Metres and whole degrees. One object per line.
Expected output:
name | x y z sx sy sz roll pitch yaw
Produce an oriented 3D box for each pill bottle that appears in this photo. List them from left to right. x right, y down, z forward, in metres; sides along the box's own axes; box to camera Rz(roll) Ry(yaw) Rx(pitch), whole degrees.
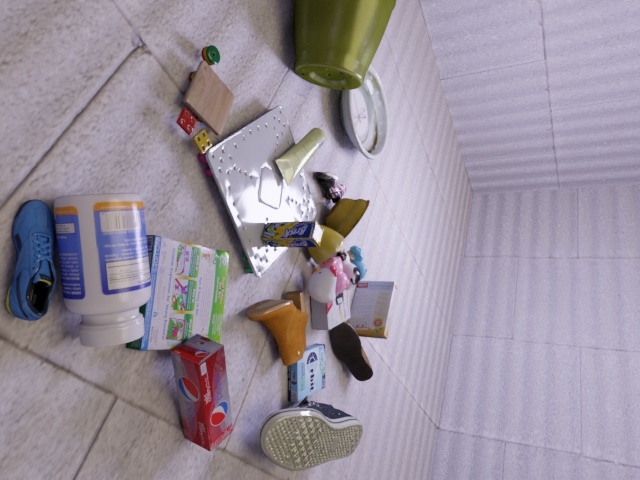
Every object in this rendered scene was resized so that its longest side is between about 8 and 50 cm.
pill bottle | -0.401 0.051 0.860 0.152 0.152 0.272 -12 100 -59

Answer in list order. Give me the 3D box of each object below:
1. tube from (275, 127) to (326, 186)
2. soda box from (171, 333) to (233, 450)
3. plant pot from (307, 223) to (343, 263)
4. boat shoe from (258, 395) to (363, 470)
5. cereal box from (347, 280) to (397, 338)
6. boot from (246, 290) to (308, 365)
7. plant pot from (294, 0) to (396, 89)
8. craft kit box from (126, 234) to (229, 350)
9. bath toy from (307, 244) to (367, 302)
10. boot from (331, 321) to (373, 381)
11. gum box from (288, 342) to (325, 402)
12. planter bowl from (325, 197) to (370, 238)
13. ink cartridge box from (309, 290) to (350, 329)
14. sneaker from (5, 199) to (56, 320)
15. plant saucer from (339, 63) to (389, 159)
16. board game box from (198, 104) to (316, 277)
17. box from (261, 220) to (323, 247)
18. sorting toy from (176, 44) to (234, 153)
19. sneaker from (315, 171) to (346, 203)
tube | -0.063 -0.276 1.455 0.070 0.062 0.240 36 51 -1
soda box | -0.274 0.357 1.074 0.083 0.092 0.264 -34 131 -52
plant pot | 0.000 0.000 1.598 0.095 0.134 0.134 47 45 -16
boat shoe | -0.042 0.600 1.453 0.500 0.155 0.187 30 82 -52
cereal box | 0.212 0.279 1.887 0.047 0.172 0.240 52 47 -45
boot | -0.115 0.280 1.393 0.295 0.104 0.212 -10 98 -64
plant pot | 0.063 -0.712 1.538 0.366 0.366 0.354 7 94 -60
craft kit box | -0.324 0.129 1.087 0.246 0.060 0.250 19 73 -56
bath toy | 0.060 0.110 1.648 0.129 0.151 0.348 -63 164 22
boot | 0.116 0.419 1.825 0.115 0.112 0.306 -100 166 -60
gum box | -0.044 0.447 1.569 0.184 0.041 0.157 2 87 -60
planter bowl | 0.081 -0.091 1.711 0.090 0.217 0.217 37 48 -9
ink cartridge box | 0.038 0.243 1.687 0.175 0.072 0.128 -13 99 -59
sneaker | -0.483 0.032 0.791 0.069 0.082 0.210 14 75 -57
plant saucer | 0.169 -0.536 1.915 0.400 0.100 0.401 3 86 -61
board game box | -0.166 -0.155 1.373 0.390 0.050 0.390 -51 132 -48
box | -0.079 -0.017 1.300 0.054 0.168 0.059 47 50 -49
sorting toy | -0.293 -0.349 1.164 0.132 0.046 0.275 45 51 -50
sneaker | 0.039 -0.193 1.713 0.178 0.071 0.077 33 71 -48
